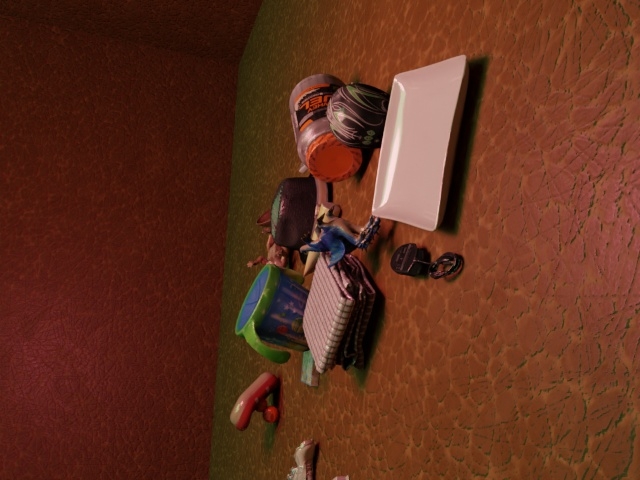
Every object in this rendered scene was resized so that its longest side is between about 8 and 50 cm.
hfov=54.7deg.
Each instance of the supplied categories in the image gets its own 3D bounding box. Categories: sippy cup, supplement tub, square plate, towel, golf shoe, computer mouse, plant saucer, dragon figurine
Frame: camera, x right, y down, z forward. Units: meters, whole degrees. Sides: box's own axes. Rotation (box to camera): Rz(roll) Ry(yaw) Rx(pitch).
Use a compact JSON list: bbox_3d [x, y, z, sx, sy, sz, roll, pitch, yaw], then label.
[{"bbox_3d":[-0.105,0.218,1.843,0.305,0.224,0.240,-68,13,-18],"label":"sippy cup"},{"bbox_3d":[0.019,-0.322,1.777,0.316,0.194,0.193,-102,26,-45],"label":"supplement tub"},{"bbox_3d":[0.216,-0.205,1.349,0.347,0.049,0.344,-155,73,-72],"label":"square plate"},{"bbox_3d":[0.051,0.179,1.605,0.283,0.121,0.235,-119,41,-64],"label":"towel"},{"bbox_3d":[-0.038,0.661,1.804,0.086,0.069,0.176,43,129,45],"label":"golf shoe"},{"bbox_3d":[0.219,0.047,1.274,0.071,0.041,0.242,-67,22,-7],"label":"computer mouse"},{"bbox_3d":[-0.149,-0.105,2.313,0.036,0.199,0.198,58,170,-15],"label":"plant saucer"},{"bbox_3d":[0.037,0.011,1.550,0.085,0.144,0.289,-40,-6,-44],"label":"dragon figurine"}]

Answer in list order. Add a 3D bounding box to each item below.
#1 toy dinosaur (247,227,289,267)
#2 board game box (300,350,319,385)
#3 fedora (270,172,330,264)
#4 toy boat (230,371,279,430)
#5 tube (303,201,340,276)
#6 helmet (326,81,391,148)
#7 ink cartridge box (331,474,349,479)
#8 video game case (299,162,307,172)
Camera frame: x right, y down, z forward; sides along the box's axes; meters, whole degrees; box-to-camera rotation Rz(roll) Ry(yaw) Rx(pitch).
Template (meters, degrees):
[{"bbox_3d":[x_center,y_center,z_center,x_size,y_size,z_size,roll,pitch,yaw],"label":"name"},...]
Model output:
[{"bbox_3d":[-0.159,0.075,2.322,0.200,0.127,0.295,63,-145,-51],"label":"toy dinosaur"},{"bbox_3d":[-0.027,0.366,1.916,0.103,0.026,0.154,168,108,-72],"label":"board game box"},{"bbox_3d":[-0.081,-0.089,2.062,0.334,0.153,0.334,-172,90,-73],"label":"fedora"},{"bbox_3d":[-0.216,0.601,2.238,0.231,0.151,0.151,-41,-14,-41],"label":"toy boat"},{"bbox_3d":[0.000,0.000,1.910,0.062,0.070,0.240,-118,39,-58],"label":"tube"},{"bbox_3d":[0.096,-0.315,1.564,0.169,0.162,0.169,-164,90,-83],"label":"helmet"},{"bbox_3d":[0.047,0.631,1.573,0.083,0.028,0.048,120,152,-49],"label":"ink cartridge box"},{"bbox_3d":[-0.011,-0.328,2.076,0.173,0.022,0.190,-70,13,-16],"label":"video game case"}]
